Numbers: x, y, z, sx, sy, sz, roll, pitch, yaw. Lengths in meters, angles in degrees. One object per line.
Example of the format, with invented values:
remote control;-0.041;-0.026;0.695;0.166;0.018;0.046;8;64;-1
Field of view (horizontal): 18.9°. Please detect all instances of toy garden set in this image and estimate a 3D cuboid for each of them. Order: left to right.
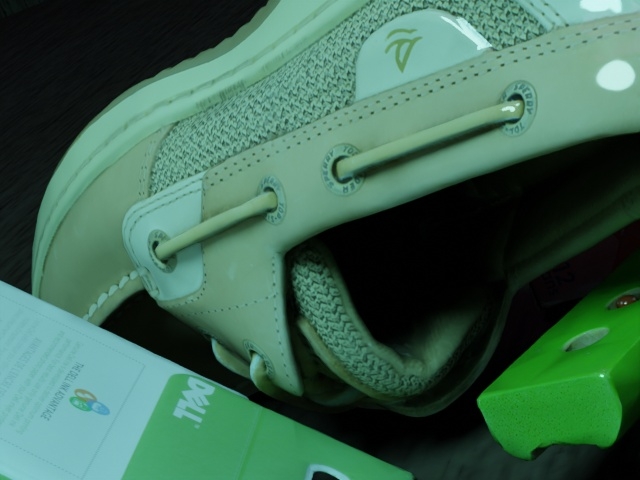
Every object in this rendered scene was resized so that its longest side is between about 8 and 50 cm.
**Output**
toy garden set;0.194;-0.003;0.506;0.244;0.049;0.204;-16;13;42

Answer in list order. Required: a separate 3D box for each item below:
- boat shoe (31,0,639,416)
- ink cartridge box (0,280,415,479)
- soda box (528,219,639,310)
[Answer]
boat shoe;0.000;0.000;0.598;0.122;0.110;0.341;5;-28;-28
ink cartridge box;-0.082;0.068;0.544;0.109;0.209;0.062;-70;6;-72
soda box;0.073;-0.116;0.655;0.092;0.263;0.083;-19;16;18
